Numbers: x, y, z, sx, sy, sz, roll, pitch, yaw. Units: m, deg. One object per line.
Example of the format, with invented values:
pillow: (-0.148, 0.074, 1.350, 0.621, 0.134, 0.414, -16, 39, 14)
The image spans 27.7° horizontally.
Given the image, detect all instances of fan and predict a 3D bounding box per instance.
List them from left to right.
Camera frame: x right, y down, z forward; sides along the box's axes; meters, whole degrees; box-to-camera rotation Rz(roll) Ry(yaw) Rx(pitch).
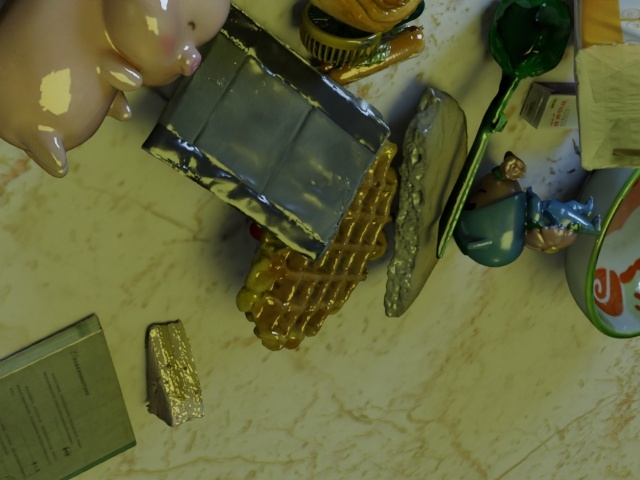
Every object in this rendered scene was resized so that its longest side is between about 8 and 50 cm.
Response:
fan: (0.046, -0.220, 1.314, 0.155, 0.082, 0.039, -27, 145, -35)

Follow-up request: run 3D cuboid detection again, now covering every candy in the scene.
candy: (0.191, -0.128, 1.467, 0.097, 0.097, 0.323, 12, 105, -44)

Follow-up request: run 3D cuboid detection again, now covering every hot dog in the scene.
hot dog: (0.052, -0.197, 1.348, 0.133, 0.056, 0.041, -26, 127, -16)

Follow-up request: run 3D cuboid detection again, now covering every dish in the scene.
dish: (0.428, -0.038, 1.744, 0.324, 0.124, 0.324, -23, 131, -30)

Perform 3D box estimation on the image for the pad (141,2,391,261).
pad: (-0.048, -0.103, 1.284, 0.233, 0.022, 0.174, 32, 79, -30)

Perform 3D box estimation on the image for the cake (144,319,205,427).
cake: (-0.163, 0.148, 1.461, 0.052, 0.065, 0.121, -18, 126, -31)

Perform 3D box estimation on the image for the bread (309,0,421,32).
bread: (0.061, -0.317, 1.206, 0.198, 0.120, 0.236, 23, 106, -49)

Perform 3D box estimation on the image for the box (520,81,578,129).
box: (0.303, -0.165, 1.594, 0.117, 0.036, 0.051, -6, 126, -36)

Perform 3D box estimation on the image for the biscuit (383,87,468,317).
biscuit: (0.132, -0.054, 1.513, 0.141, 0.038, 0.290, -36, 140, -47)

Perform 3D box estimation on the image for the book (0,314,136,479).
book: (-0.342, 0.217, 1.395, 0.282, 0.025, 0.215, -25, 137, -20)

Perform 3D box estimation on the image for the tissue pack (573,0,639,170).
tissue pack: (0.341, -0.218, 1.426, 0.124, 0.225, 0.185, 1, 138, 12)

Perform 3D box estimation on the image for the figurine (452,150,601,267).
figurine: (0.247, -0.042, 1.589, 0.178, 0.114, 0.144, -4, 104, 3)

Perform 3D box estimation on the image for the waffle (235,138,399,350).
waffle: (0.001, 0.000, 1.419, 0.253, 0.056, 0.249, -37, 145, -40)

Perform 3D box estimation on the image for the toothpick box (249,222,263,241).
toothpick box: (-0.052, -0.039, 1.401, 0.047, 0.047, 0.083, -17, 132, -28)

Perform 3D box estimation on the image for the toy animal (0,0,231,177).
toy animal: (-0.185, -0.179, 1.098, 0.250, 0.166, 0.154, -40, 99, -11)
